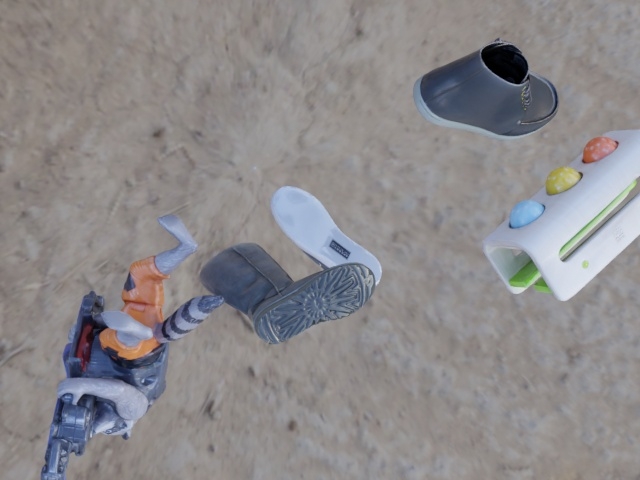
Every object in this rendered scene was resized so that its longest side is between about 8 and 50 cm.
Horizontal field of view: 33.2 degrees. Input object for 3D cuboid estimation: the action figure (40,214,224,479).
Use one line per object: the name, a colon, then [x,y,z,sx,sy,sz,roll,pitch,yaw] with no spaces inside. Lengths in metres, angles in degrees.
action figure: [-0.257,0.178,1.431,0.178,0.341,0.330,15,137,-11]

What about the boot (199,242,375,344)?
boot: [-0.049,0.053,1.454,0.190,0.208,0.076,-20,111,-16]

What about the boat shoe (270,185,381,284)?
boat shoe: [0.000,0.000,1.739,0.228,0.076,0.080,37,68,-18]

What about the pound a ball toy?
pound a ball toy: [0.405,-0.059,1.517,0.319,0.208,0.135,-40,107,-18]

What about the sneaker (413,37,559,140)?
sneaker: [0.227,-0.174,1.244,0.222,0.118,0.083,-4,77,-38]
